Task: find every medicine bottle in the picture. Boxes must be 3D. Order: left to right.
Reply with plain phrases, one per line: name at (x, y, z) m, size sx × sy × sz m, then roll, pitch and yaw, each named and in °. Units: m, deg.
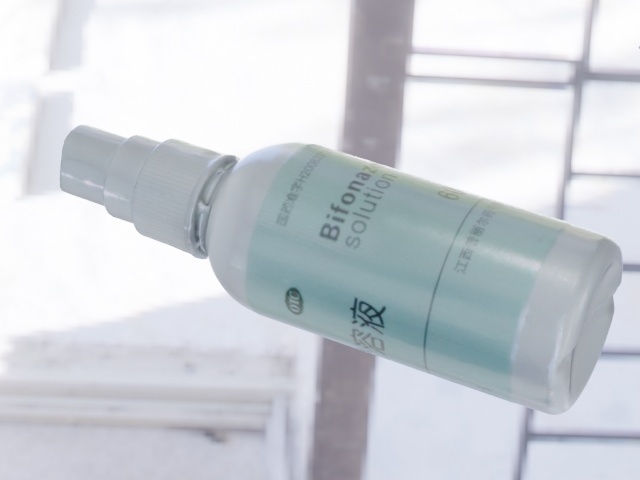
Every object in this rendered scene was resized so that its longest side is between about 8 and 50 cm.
medicine bottle at (0.000, 0.000, 1.112) m, size 0.110 × 0.351 × 0.110 m, roll -54°, pitch -26°, yaw -42°

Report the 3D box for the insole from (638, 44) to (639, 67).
insole at (0.144, -0.017, 0.364) m, size 0.348 × 0.119 × 0.009 m, roll -114°, pitch 14°, yaw -69°
